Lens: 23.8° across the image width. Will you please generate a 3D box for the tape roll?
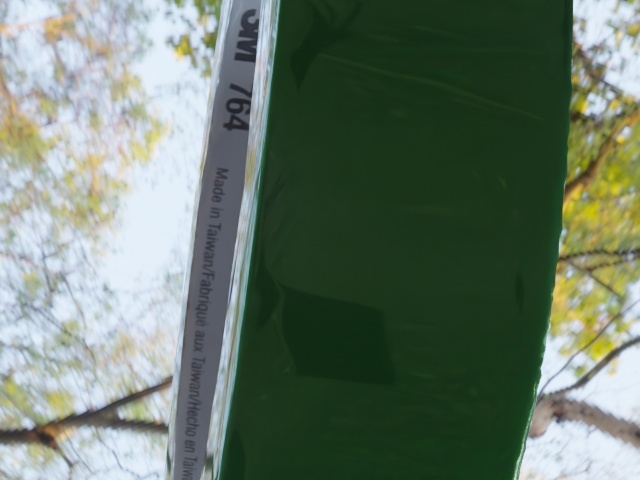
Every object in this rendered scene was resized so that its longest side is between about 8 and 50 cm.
[{"bbox_3d":[0.000,0.000,0.508,0.077,0.321,0.321,7,-109,-8],"label":"tape roll"}]
